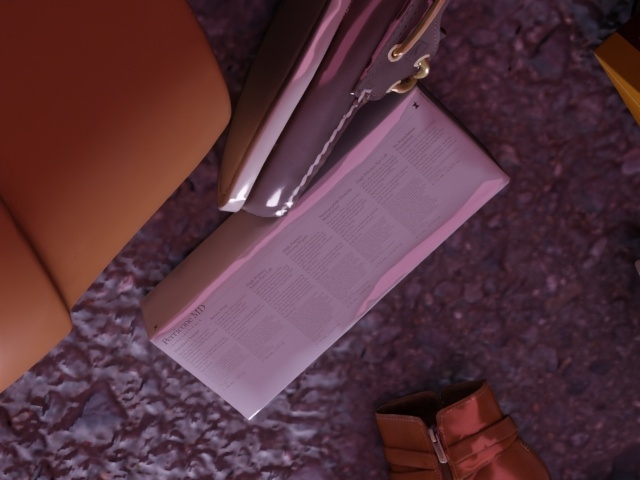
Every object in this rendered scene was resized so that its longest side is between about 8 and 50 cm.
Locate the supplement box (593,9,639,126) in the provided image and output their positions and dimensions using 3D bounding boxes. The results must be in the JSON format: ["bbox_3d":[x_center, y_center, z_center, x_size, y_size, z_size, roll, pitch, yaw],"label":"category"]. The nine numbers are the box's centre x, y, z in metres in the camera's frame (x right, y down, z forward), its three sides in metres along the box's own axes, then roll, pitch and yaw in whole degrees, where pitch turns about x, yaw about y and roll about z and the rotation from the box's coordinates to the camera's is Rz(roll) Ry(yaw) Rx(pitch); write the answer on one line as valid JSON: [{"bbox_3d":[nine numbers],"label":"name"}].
[{"bbox_3d":[0.315,-0.097,1.110,0.194,0.191,0.129,-41,137,2],"label":"supplement box"}]

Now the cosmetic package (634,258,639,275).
[{"bbox_3d":[0.415,0.029,1.163,0.365,0.197,0.155,-27,127,10],"label":"cosmetic package"}]

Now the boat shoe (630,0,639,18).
[{"bbox_3d":[0.225,-0.182,1.157,0.038,0.046,0.125,-4,126,-16],"label":"boat shoe"}]

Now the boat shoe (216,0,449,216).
[{"bbox_3d":[0.037,-0.148,1.092,0.096,0.116,0.324,22,104,-19],"label":"boat shoe"}]

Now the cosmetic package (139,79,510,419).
[{"bbox_3d":[0.000,0.000,1.188,0.239,0.060,0.099,-43,120,10],"label":"cosmetic package"}]

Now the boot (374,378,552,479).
[{"bbox_3d":[0.071,0.188,1.303,0.197,0.073,0.152,-24,107,16],"label":"boot"}]

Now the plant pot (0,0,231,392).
[{"bbox_3d":[-0.186,-0.088,0.991,0.203,0.291,0.291,-36,120,-11],"label":"plant pot"}]
